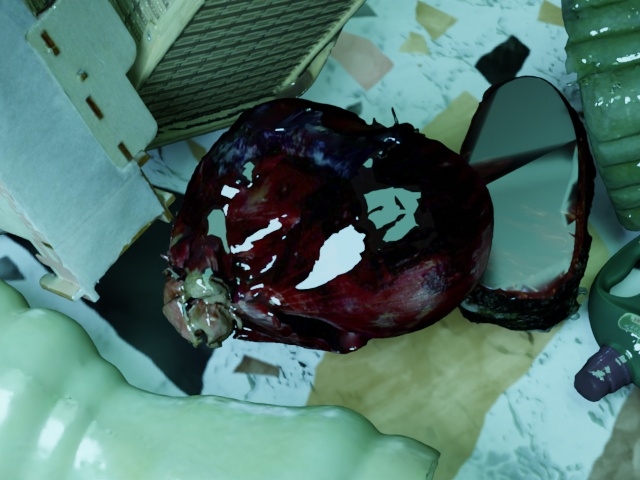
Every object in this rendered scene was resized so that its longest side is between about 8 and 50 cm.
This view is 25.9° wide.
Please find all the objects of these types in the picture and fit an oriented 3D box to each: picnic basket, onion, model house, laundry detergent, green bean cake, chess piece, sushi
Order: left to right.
[{"bbox_3d":[-0.281,-0.128,1.095,0.244,0.326,0.169,14,57,42],"label":"model house"},{"bbox_3d":[-0.145,0.177,1.092,0.442,0.234,0.234,25,64,10],"label":"chess piece"},{"bbox_3d":[-0.103,-0.206,1.200,0.228,0.313,0.175,-20,77,-39],"label":"picnic basket"},{"bbox_3d":[0.015,-0.009,1.171,0.280,0.221,0.281,-7,27,4],"label":"onion"},{"bbox_3d":[0.182,-0.032,1.273,0.136,0.126,0.225,4,71,9],"label":"sushi"},{"bbox_3d":[0.303,-0.152,1.280,0.124,0.222,0.227,-15,51,19],"label":"green bean cake"},{"bbox_3d":[0.311,0.066,1.274,0.221,0.078,0.144,-31,63,-16],"label":"laundry detergent"}]

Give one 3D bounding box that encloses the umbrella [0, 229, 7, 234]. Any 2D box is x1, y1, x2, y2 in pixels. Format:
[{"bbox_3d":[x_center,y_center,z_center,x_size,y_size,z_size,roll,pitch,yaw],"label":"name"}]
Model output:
[{"bbox_3d":[-0.332,-0.171,1.251,0.113,0.106,0.358,-7,82,-44],"label":"umbrella"}]
